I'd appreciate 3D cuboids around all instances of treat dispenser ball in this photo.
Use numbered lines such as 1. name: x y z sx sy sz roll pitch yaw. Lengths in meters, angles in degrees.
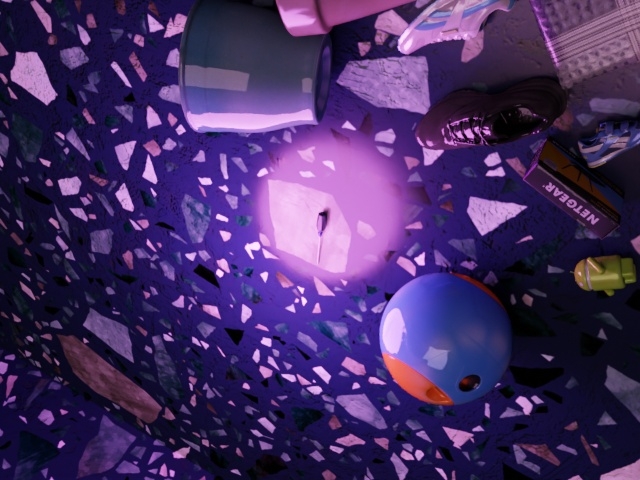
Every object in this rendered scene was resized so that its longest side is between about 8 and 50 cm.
1. treat dispenser ball: 0.273 0.213 1.325 0.288 0.288 0.288 15 127 22

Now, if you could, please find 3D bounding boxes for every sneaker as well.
1. sneaker: 0.236 -0.393 1.081 0.228 0.087 0.092 -27 106 42
2. sneaker: 0.524 -0.186 1.069 0.059 0.053 0.144 50 130 -5
3. sneaker: 0.300 -0.223 1.127 0.286 0.130 0.109 -11 116 37

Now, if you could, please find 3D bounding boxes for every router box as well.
1. router box: 0.466 -0.100 1.107 0.179 0.133 0.046 38 132 3

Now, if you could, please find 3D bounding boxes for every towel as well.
1. towel: 0.486 -0.434 0.938 0.324 0.056 0.312 -15 108 39

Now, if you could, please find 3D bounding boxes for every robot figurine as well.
1. robot figurine: 0.562 0.065 1.203 0.115 0.067 0.101 -9 145 34

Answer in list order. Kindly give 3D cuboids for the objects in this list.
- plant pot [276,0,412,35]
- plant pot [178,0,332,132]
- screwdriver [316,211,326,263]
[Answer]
1. plant pot: 0.082 -0.503 0.979 0.280 0.323 0.323 3 122 11
2. plant pot: -0.114 -0.338 1.222 0.255 0.272 0.272 9 125 8
3. screwdriver: 0.000 0.000 1.523 0.025 0.024 0.170 41 141 41
